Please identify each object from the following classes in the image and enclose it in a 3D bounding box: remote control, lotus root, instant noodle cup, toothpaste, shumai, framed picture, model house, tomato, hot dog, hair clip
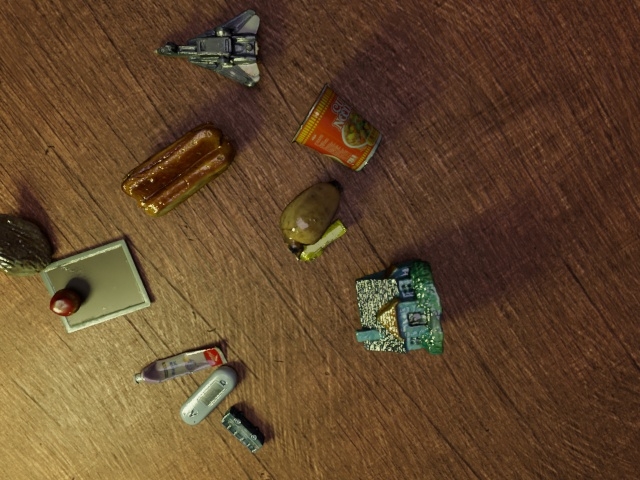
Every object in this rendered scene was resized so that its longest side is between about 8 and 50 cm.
[{"bbox_3d":[-0.369,0.514,1.351,0.087,0.047,0.244,42,98,-9],"label":"remote control"},{"bbox_3d":[-0.034,-0.074,1.205,0.140,0.154,0.257,36,79,-1],"label":"lotus root"},{"bbox_3d":[0.052,-0.302,1.164,0.212,0.193,0.193,31,98,-12],"label":"instant noodle cup"},{"bbox_3d":[-0.462,0.411,1.337,0.300,0.048,0.076,-16,95,0],"label":"toothpaste"},{"bbox_3d":[-0.943,0.025,1.239,0.152,0.162,0.209,-17,133,30],"label":"shumai"},{"bbox_3d":[-0.714,0.146,1.307,0.295,0.019,0.233,-17,99,2],"label":"framed picture"},{"bbox_3d":[0.213,0.200,1.210,0.240,0.226,0.262,-9,97,3],"label":"model house"},{"bbox_3d":[-0.789,0.195,1.266,0.087,0.075,0.088,-1,99,-5],"label":"tomato"},{"bbox_3d":[-0.410,-0.209,1.200,0.348,0.117,0.158,-34,117,7],"label":"hot dog"},{"bbox_3d":[0.000,0.000,1.268,0.173,0.046,0.072,-40,87,5],"label":"hair clip"}]

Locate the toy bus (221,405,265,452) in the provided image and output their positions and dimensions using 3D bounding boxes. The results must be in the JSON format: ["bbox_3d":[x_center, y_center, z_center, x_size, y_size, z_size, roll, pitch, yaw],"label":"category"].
[{"bbox_3d":[-0.259,0.632,1.370,0.065,0.047,0.166,-42,97,10],"label":"toy bus"}]

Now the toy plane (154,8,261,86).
[{"bbox_3d":[-0.324,-0.540,1.153,0.315,0.103,0.205,1,100,0],"label":"toy plane"}]
